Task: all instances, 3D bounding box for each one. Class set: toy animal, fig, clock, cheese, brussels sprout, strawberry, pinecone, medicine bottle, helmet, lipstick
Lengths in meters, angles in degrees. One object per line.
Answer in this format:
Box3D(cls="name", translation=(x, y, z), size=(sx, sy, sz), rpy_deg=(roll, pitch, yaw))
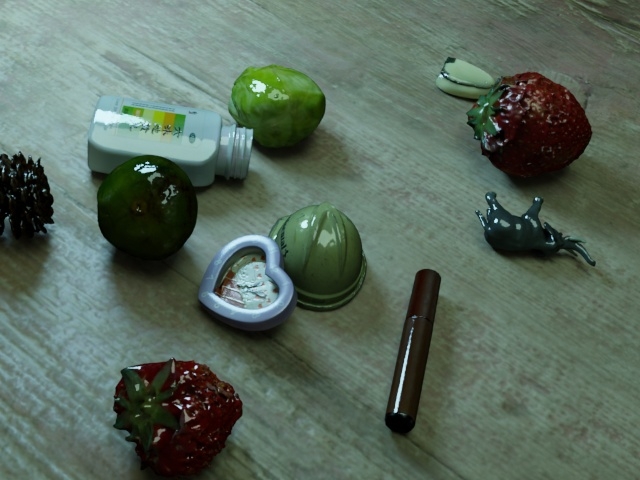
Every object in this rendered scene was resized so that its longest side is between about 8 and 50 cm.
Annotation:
Box3D(cls="toy animal", translation=(0.460, -0.025, 1.833), size=(0.270, 0.082, 0.137), rpy_deg=(13, 48, -8))
Box3D(cls="fig", translation=(-0.321, -0.072, 1.593), size=(0.196, 0.195, 0.245), rpy_deg=(6, 17, -10))
Box3D(cls="clock", translation=(-0.137, 0.090, 1.556), size=(0.172, 0.064, 0.198), rpy_deg=(-22, 52, -3))
Box3D(cls="cheese", translation=(0.427, -0.396, 2.195), size=(0.252, 0.054, 0.127), rpy_deg=(22, 45, 5))
Box3D(cls="brussels sprout", translation=(-0.093, -0.307, 1.884), size=(0.223, 0.161, 0.223), rpy_deg=(4, 51, -4))
Box3D(cls="strawberry", translation=(-0.210, 0.268, 1.312), size=(0.202, 0.187, 0.184), rpy_deg=(2, 84, -49))
Box3D(cls="strawberry", translation=(0.498, -0.266, 1.966), size=(0.289, 0.238, 0.250), rpy_deg=(15, 49, -15))
Box3D(cls="pinecone", translation=(-0.577, -0.080, 1.542), size=(0.165, 0.162, 0.162), rpy_deg=(-4, 47, -2))
Box3D(cls="medicine bottle", translation=(-0.305, -0.201, 1.755), size=(0.325, 0.124, 0.179), rpy_deg=(9, 45, -9))
Box3D(cls="helmet", translation=(0.000, -0.005, 1.641), size=(0.204, 0.137, 0.257), rpy_deg=(4, 46, -12))
Box3D(cls="lipstick", translation=(0.173, 0.193, 1.558), size=(0.057, 0.057, 0.356), rpy_deg=(17, 45, 1))
